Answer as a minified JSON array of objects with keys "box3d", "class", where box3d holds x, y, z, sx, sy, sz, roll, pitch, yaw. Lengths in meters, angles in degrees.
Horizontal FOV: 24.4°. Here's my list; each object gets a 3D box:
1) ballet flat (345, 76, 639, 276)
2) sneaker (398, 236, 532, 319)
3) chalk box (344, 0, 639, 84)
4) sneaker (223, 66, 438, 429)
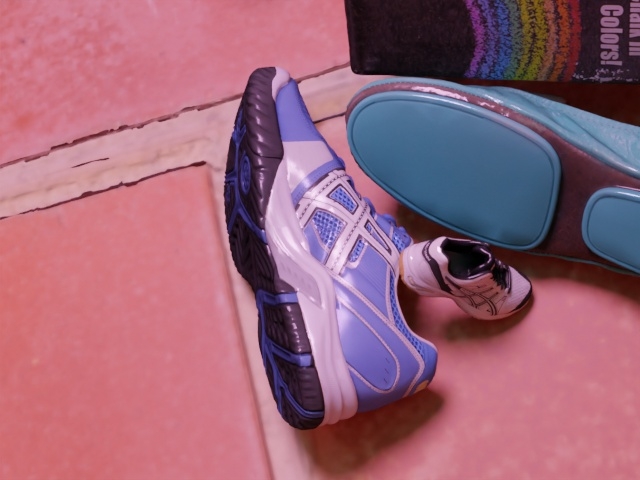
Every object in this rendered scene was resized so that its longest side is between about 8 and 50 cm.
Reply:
[{"box3d":[0.135,-0.032,0.766,0.247,0.083,0.087,20,33,15],"class":"ballet flat"},{"box3d":[0.081,0.019,0.753,0.037,0.083,0.032,-30,56,47],"class":"sneaker"},{"box3d":[0.162,-0.198,0.742,0.288,0.180,0.179,3,48,12],"class":"chalk box"},{"box3d":[0.000,0.000,0.789,0.081,0.080,0.211,-5,63,-18],"class":"sneaker"}]
